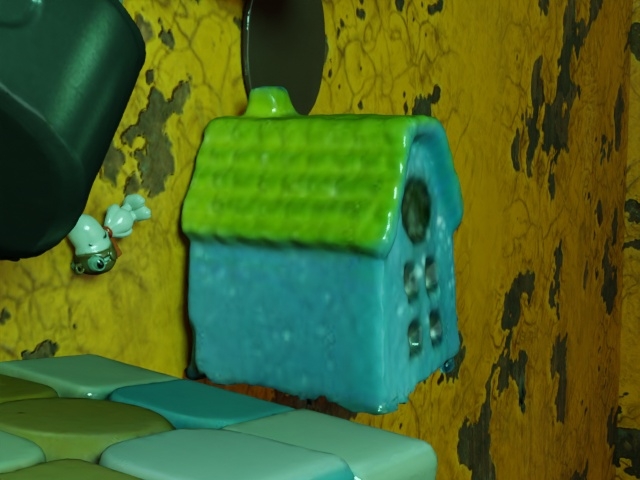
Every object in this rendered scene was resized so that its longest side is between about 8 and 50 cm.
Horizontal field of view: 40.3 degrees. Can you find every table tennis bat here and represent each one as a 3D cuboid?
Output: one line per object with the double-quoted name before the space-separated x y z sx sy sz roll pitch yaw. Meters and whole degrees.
"table tennis bat" -0.037 -0.259 0.953 0.154 0.021 0.274 -17 112 -57

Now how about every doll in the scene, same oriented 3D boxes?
"doll" -0.182 -0.004 0.748 0.085 0.040 0.058 -25 106 -54

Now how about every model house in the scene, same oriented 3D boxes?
"model house" 0.000 0.000 0.862 0.216 0.237 0.303 -21 111 -58

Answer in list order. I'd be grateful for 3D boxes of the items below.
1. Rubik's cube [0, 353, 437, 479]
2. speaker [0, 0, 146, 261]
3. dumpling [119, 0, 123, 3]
"Rubik's cube" -0.166 0.273 0.532 0.344 0.347 0.346 4 92 -58
"speaker" -0.226 -0.159 0.442 0.388 0.184 0.180 42 52 -41
"dumpling" -0.217 -0.263 0.594 0.166 0.086 0.332 -34 132 -11
